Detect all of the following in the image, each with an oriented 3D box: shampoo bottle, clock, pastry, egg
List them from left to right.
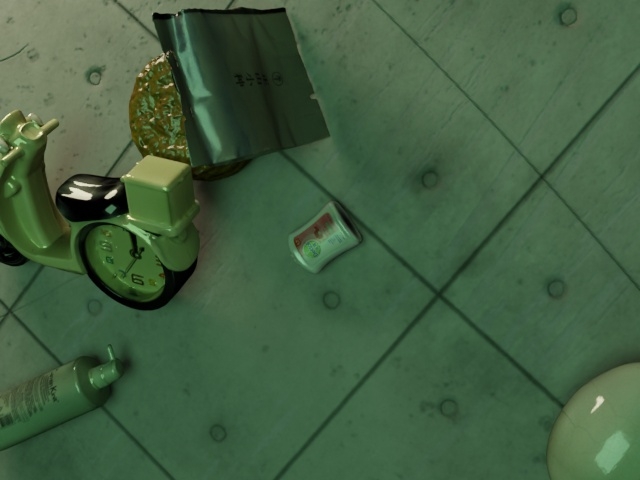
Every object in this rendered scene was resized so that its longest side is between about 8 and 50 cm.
[{"bbox_3d":[-0.414,0.245,1.502,0.262,0.085,0.085,-25,86,19],"label":"shampoo bottle"},{"bbox_3d":[-0.351,-0.044,1.407,0.379,0.120,0.276,15,130,16],"label":"clock"},{"bbox_3d":[-0.175,-0.178,1.374,0.188,0.103,0.189,1,94,19],"label":"pastry"},{"bbox_3d":[0.000,0.000,1.359,0.099,0.043,0.072,-36,82,18],"label":"shampoo bottle"},{"bbox_3d":[0.367,0.244,1.193,0.151,0.151,0.209,32,98,14],"label":"egg"}]

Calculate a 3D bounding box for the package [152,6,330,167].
[{"bbox_3d":[-0.109,-0.209,1.286,0.062,0.251,0.204,-15,91,43],"label":"package"}]
